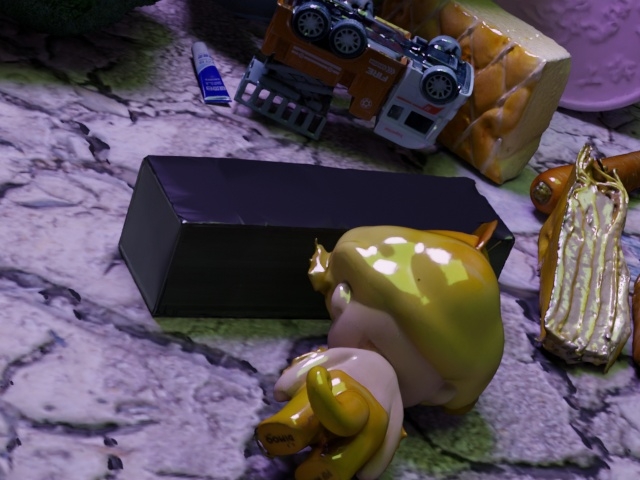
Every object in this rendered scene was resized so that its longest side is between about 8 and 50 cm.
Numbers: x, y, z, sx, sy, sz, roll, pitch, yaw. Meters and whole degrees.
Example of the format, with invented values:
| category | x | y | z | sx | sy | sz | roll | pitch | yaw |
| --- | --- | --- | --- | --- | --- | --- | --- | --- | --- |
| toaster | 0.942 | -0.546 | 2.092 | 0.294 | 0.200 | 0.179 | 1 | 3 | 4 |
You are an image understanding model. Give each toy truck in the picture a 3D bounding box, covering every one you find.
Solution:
| category | x | y | z | sx | sy | sz | roll | pitch | yaw |
| --- | --- | --- | --- | --- | --- | --- | --- | --- | --- |
| toy truck | 0.030 | -0.137 | 1.508 | 0.178 | 0.115 | 0.080 | 25 | 29 | -6 |

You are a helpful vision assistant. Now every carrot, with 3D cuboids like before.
| category | x | y | z | sx | sy | sz | roll | pitch | yaw |
| --- | --- | --- | --- | --- | --- | --- | --- | --- | --- |
| carrot | 0.262 | -0.058 | 1.594 | 0.043 | 0.043 | 0.248 | 38 | 33 | 28 |

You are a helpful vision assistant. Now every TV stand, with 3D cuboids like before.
| category | x | y | z | sx | sy | sz | roll | pitch | yaw |
| --- | --- | --- | --- | --- | --- | --- | --- | --- | --- |
| TV stand | 0.000 | 0.000 | 1.297 | 0.269 | 0.082 | 0.088 | 3 | 33 | -29 |

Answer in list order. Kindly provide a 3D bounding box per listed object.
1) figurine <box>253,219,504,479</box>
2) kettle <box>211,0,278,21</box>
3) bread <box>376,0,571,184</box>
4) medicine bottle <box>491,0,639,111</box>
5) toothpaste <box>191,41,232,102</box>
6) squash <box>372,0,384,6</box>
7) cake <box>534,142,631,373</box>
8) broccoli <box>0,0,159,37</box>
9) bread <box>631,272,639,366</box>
| category | x | y | z | sx | sy | sz | roll | pitch | yaw |
| --- | --- | --- | --- | --- | --- | --- | --- | --- | --- |
| figurine | 0.045 | 0.068 | 1.181 | 0.156 | 0.131 | 0.246 | 44 | 43 | -7 |
| kettle | 0.014 | -0.348 | 1.592 | 0.247 | 0.342 | 0.319 | 41 | 41 | -49 |
| bread | 0.124 | -0.152 | 1.577 | 0.068 | 0.125 | 0.188 | -12 | 43 | -43 |
| medicine bottle | 0.288 | -0.275 | 1.808 | 0.202 | 0.202 | 0.316 | 22 | 29 | 3 |
| toothpaste | -0.095 | -0.142 | 1.543 | 0.024 | 0.015 | 0.083 | 0 | 39 | -18 |
| squash | 0.101 | -0.302 | 1.741 | 0.252 | 0.049 | 0.252 | -25 | 21 | 10 |
| cake | 0.214 | 0.010 | 1.386 | 0.080 | 0.116 | 0.185 | 22 | 25 | -1 |
| broccoli | -0.222 | -0.297 | 1.480 | 0.254 | 0.269 | 0.269 | -2 | 26 | 14 |
| bread | 0.326 | 0.044 | 1.361 | 0.149 | 0.143 | 0.158 | 28 | 30 | 3 |
